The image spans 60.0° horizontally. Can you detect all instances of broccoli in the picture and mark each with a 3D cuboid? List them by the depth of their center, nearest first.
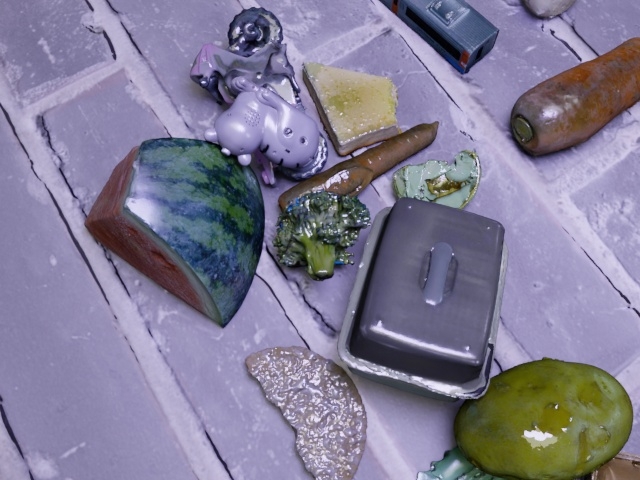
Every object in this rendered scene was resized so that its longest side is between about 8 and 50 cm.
[{"bbox_3d":[0.000,0.000,0.886,0.167,0.154,0.160,-5,54,5],"label":"broccoli"}]

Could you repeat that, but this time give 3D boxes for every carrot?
[{"bbox_3d":[0.080,-0.129,0.988,0.342,0.070,0.070,-29,74,-11],"label":"carrot"},{"bbox_3d":[0.485,-0.263,1.001,0.302,0.138,0.138,-35,75,-11],"label":"carrot"}]

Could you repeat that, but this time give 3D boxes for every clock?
[{"bbox_3d":[-0.087,-0.165,0.887,0.176,0.080,0.117,29,85,-22],"label":"clock"}]

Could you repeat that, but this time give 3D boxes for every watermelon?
[{"bbox_3d":[-0.241,-0.001,0.883,0.293,0.283,0.250,-33,57,16],"label":"watermelon"}]

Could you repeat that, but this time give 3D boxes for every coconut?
[{"bbox_3d":[0.205,-0.094,0.980,0.158,0.055,0.133,-2,72,1],"label":"coconut"}]

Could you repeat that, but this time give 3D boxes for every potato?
[{"bbox_3d":[0.318,0.261,0.793,0.254,0.186,0.148,-14,116,0],"label":"potato"}]

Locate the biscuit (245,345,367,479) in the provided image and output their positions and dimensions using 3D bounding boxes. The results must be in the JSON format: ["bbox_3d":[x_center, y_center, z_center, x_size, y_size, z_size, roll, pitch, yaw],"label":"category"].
[{"bbox_3d":[-0.004,0.258,0.872,0.133,0.032,0.250,-31,73,-11],"label":"biscuit"}]

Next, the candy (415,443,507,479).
[{"bbox_3d":[0.244,0.494,0.747,0.263,0.172,0.398,-24,52,-19],"label":"candy"}]

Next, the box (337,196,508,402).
[{"bbox_3d":[0.160,0.084,0.836,0.221,0.166,0.290,15,59,6],"label":"box"}]

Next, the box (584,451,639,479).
[{"bbox_3d":[0.429,0.394,0.789,0.111,0.111,0.177,10,71,3],"label":"box"}]

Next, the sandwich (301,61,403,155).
[{"bbox_3d":[0.071,-0.270,1.041,0.163,0.058,0.192,-21,71,-9],"label":"sandwich"}]

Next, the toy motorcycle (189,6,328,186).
[{"bbox_3d":[-0.117,-0.248,0.997,0.188,0.143,0.326,-21,87,1],"label":"toy motorcycle"}]

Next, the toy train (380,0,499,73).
[{"bbox_3d":[0.176,-0.503,1.105,0.086,0.089,0.409,-41,76,-7],"label":"toy train"}]

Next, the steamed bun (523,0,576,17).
[{"bbox_3d":[0.454,-0.504,1.101,0.130,0.091,0.112,-31,78,-13],"label":"steamed bun"}]
